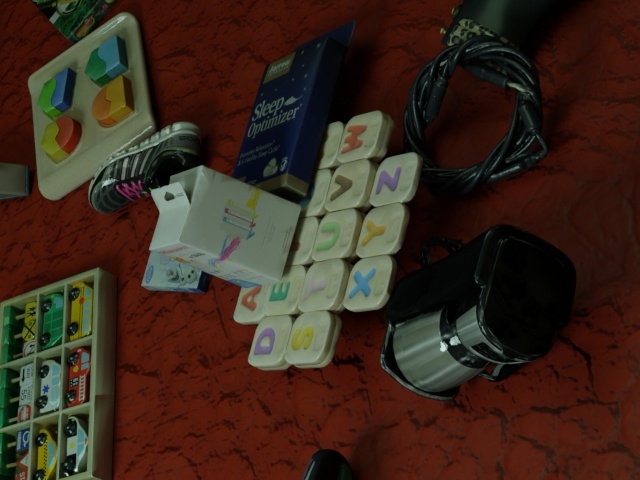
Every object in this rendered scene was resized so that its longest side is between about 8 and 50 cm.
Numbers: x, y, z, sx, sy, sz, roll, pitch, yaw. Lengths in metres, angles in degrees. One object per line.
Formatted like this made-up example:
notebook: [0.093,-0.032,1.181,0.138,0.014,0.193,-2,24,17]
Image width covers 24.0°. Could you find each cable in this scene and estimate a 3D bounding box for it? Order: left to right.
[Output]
cable: [0.147,-0.126,1.563,0.184,0.047,0.150,-21,87,40]

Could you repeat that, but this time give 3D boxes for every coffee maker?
coffee maker: [0.145,0.050,1.423,0.178,0.120,0.171,-33,58,55]

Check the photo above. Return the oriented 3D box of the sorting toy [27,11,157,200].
sorting toy: [-0.306,-0.180,1.968,0.193,0.038,0.208,-30,53,21]

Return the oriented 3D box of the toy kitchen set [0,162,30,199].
toy kitchen set: [-0.458,-0.154,2.042,0.166,0.122,0.207,-7,85,34]

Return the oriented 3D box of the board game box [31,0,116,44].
board game box: [-0.287,-0.400,2.070,0.260,0.030,0.136,-51,51,5]

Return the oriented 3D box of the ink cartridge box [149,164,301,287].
ink cartridge box: [-0.112,-0.016,1.625,0.092,0.143,0.090,-14,58,62]

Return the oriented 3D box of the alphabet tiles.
alphabet tiles: [0.000,0.000,1.604,0.278,0.021,0.284,-9,61,55]

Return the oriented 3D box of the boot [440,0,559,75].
boot: [0.172,-0.288,1.634,0.236,0.085,0.178,36,94,41]

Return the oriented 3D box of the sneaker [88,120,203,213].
sneaker: [-0.211,-0.075,1.827,0.170,0.063,0.075,-31,47,15]

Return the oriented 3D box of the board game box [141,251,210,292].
board game box: [-0.162,0.016,1.776,0.090,0.020,0.090,2,70,37]

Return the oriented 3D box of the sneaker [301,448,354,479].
sneaker: [-0.030,0.315,1.491,0.098,0.083,0.224,-7,65,40]

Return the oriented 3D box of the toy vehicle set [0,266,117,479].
toy vehicle set: [-0.320,0.177,1.803,0.166,0.035,0.267,-20,58,29]

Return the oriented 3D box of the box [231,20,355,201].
box: [-0.035,-0.145,1.715,0.136,0.036,0.225,-16,52,55]
